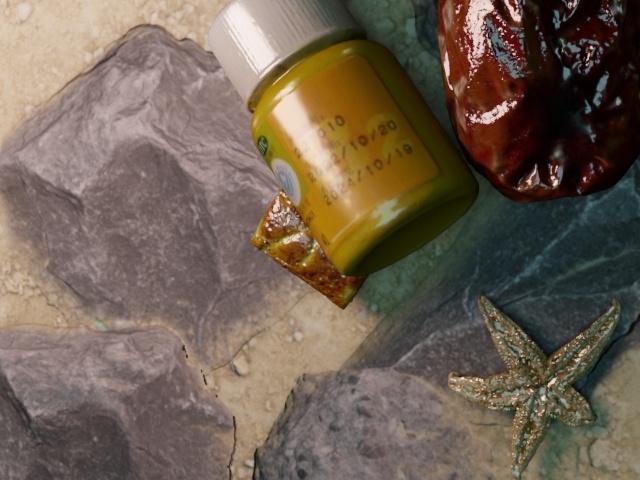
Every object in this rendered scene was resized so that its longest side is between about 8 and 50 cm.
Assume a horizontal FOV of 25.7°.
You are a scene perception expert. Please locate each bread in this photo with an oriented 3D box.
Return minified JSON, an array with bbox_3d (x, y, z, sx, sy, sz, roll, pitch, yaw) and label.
[{"bbox_3d":[0.000,0.000,1.986,0.172,0.103,0.132,34,113,3],"label":"bread"}]

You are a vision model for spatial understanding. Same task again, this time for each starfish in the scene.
[{"bbox_3d":[0.296,0.181,1.967,0.231,0.048,0.295,33,105,8],"label":"starfish"}]

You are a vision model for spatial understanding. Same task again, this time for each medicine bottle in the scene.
[{"bbox_3d":[0.022,-0.161,1.871,0.224,0.224,0.384,-36,77,18],"label":"medicine bottle"}]

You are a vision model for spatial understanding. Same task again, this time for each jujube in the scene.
[{"bbox_3d":[0.287,-0.242,1.788,0.277,0.276,0.376,-5,99,16],"label":"jujube"}]
